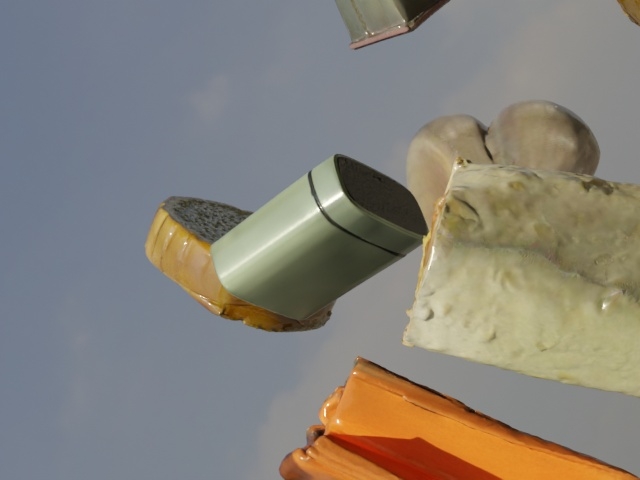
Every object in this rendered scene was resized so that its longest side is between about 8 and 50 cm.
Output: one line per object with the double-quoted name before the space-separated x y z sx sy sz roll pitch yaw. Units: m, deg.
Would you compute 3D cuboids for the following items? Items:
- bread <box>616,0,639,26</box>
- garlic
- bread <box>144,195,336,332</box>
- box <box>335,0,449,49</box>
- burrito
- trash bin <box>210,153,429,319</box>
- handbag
"bread" 0.354 -0.282 1.163 0.337 0.358 0.204 -33 5 30
"garlic" 0.240 -0.055 2.029 0.231 0.246 0.340 -18 -22 -9
"bread" -0.084 0.025 1.727 0.236 0.236 0.070 -10 -55 -67
"box" 0.049 -0.177 1.054 0.084 0.060 0.063 -42 -69 -42
"burrito" 0.208 0.027 0.982 0.105 0.299 0.143 95 -176 -67
"trash bin" 0.000 0.000 1.205 0.130 0.059 0.116 -34 -35 25
"handbag" 0.106 0.265 1.404 0.116 0.303 0.410 -62 -5 -26
